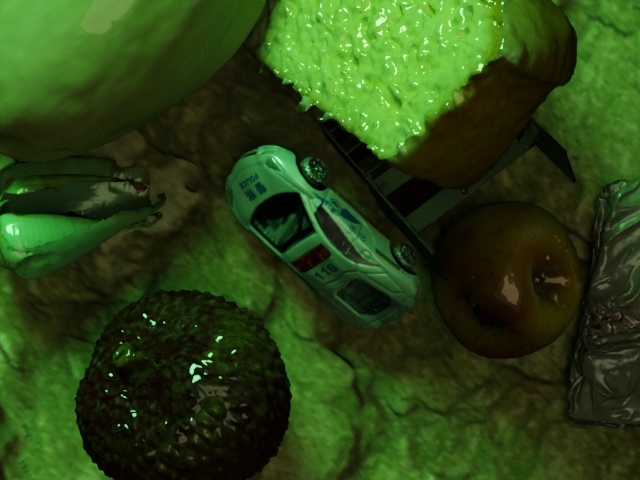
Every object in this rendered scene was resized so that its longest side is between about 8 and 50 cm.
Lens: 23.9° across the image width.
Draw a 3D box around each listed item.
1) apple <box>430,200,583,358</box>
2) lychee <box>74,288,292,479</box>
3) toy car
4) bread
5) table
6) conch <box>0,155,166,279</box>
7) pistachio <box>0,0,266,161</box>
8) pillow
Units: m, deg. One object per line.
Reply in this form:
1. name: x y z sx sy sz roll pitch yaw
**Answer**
1. apple: 0.169 0.038 1.368 0.146 0.146 0.146 -3 102 -13
2. lychee: -0.115 0.134 1.295 0.194 0.194 0.194 -3 102 -13
3. toy car: 0.000 0.000 1.334 0.205 0.056 0.095 42 131 -18
4. bread: 0.086 -0.158 1.233 0.179 0.340 0.194 26 102 -41
5. table: 0.111 -0.076 1.336 0.146 0.175 0.062 -37 147 -4
6. conch: -0.217 -0.033 1.291 0.170 0.079 0.105 -23 112 -24
7. pistachio: -0.165 -0.186 1.222 0.293 0.162 0.181 -42 120 -2
8. pillow: 0.316 0.064 1.452 0.135 0.049 0.248 6 97 -11
